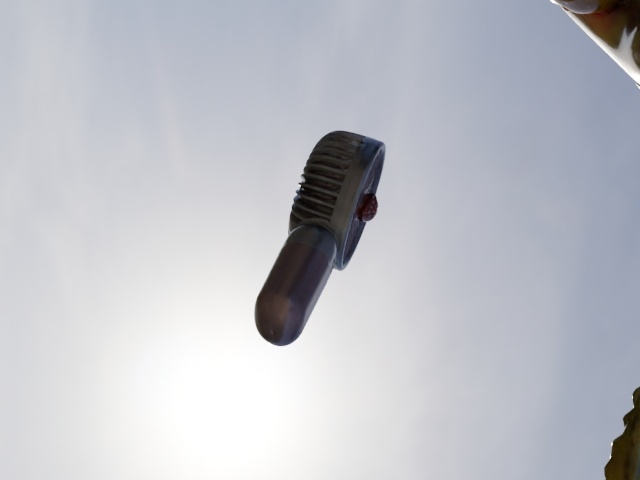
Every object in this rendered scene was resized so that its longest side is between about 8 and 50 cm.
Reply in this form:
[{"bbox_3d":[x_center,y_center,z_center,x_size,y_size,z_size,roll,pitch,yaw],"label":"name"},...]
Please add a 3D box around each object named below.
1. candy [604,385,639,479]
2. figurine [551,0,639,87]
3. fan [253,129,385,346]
[{"bbox_3d":[0.292,0.103,0.991,0.081,0.297,0.187,12,-96,45],"label":"candy"},{"bbox_3d":[0.305,-0.257,1.553,0.124,0.222,0.324,-50,-137,14],"label":"figurine"},{"bbox_3d":[0.000,0.000,1.394,0.130,0.074,0.244,101,11,-48],"label":"fan"}]
